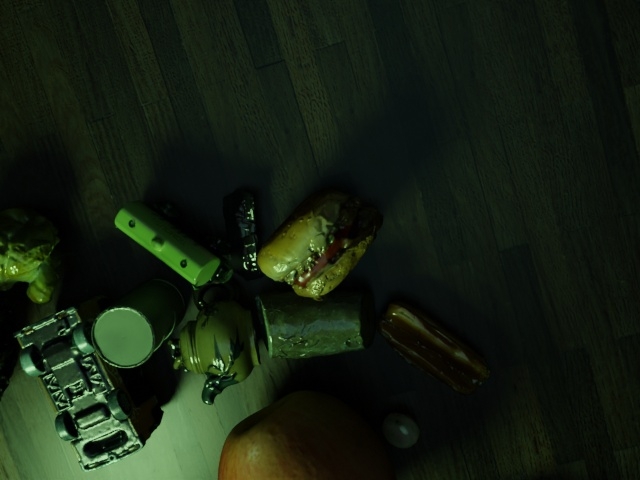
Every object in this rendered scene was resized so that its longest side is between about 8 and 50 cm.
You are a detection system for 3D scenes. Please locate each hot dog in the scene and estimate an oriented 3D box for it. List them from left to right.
[{"bbox_3d":[0.234,0.228,1.488,0.269,0.072,0.115,38,100,-5],"label":"hot dog"}]

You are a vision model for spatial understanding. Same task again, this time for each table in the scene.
[{"bbox_3d":[-0.363,0.162,1.443,0.126,0.220,0.126,1,101,4],"label":"table"}]

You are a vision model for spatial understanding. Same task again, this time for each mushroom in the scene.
[{"bbox_3d":[0.174,0.407,1.530,0.083,0.067,0.083,25,131,32],"label":"mushroom"}]

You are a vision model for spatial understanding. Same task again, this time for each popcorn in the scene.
[{"bbox_3d":[-0.619,0.036,1.459,0.198,0.198,0.212,-37,103,10],"label":"popcorn"}]

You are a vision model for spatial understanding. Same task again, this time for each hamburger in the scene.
[{"bbox_3d":[0.000,0.000,1.386,0.163,0.244,0.244,40,101,0],"label":"hamburger"}]

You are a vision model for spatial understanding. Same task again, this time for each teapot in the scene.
[{"bbox_3d":[-0.224,0.202,1.467,0.183,0.173,0.269,-11,68,-3],"label":"teapot"}]

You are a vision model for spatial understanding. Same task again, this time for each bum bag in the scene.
[{"bbox_3d":[-0.160,-0.012,1.484,0.087,0.049,0.197,3,105,26],"label":"bum bag"}]

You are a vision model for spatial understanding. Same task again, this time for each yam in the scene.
[{"bbox_3d":[-0.014,0.170,1.455,0.254,0.154,0.154,-2,101,6],"label":"yam"}]

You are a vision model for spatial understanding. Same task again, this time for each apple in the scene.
[{"bbox_3d":[-0.030,0.476,1.418,0.364,0.364,0.364,1,101,4],"label":"apple"}]

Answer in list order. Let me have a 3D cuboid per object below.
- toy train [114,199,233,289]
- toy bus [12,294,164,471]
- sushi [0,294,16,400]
[{"bbox_3d":[-0.295,0.006,1.424,0.253,0.157,0.105,35,101,12],"label":"toy train"},{"bbox_3d":[-0.475,0.291,1.491,0.162,0.194,0.323,-24,95,8],"label":"toy bus"},{"bbox_3d":[-0.740,0.248,1.459,0.211,0.171,0.350,22,128,-17],"label":"sushi"}]
